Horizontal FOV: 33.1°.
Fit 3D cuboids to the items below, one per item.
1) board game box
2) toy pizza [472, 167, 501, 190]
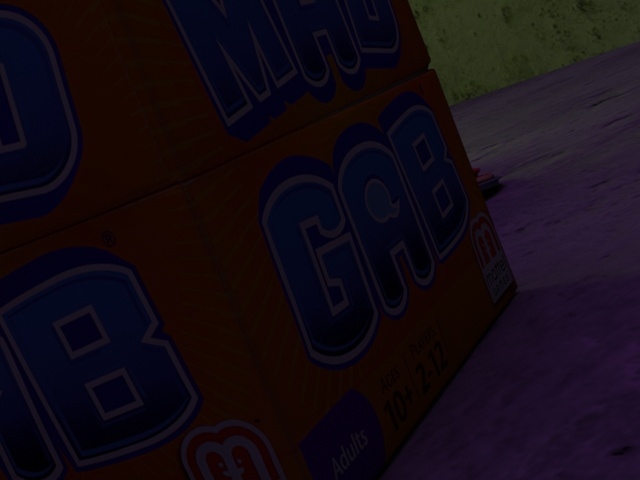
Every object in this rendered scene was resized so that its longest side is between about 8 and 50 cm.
[{"bbox_3d":[-0.135,-0.027,0.702,0.356,0.356,0.356,-18,8,28],"label":"board game box"},{"bbox_3d":[0.124,-0.057,1.334,0.201,0.032,0.201,-18,3,1],"label":"toy pizza"}]
